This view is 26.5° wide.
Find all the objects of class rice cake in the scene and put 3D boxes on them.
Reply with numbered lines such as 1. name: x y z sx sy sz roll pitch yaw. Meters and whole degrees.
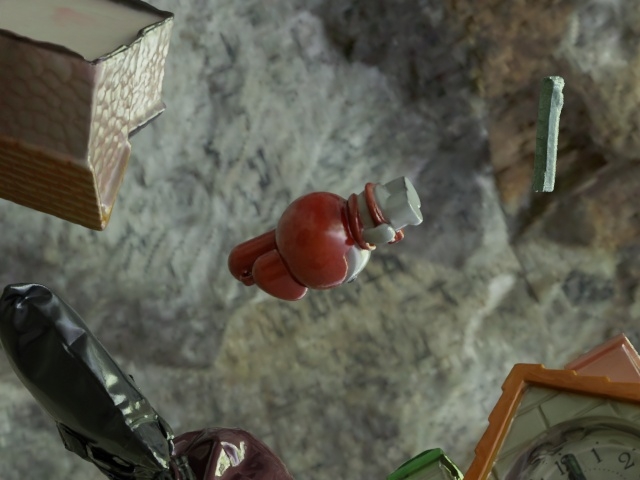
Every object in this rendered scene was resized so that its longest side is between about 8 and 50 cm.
1. rice cake: 0.235 -0.110 1.405 0.022 0.021 0.121 -10 -74 -49

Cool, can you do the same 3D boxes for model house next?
1. model house: -0.310 -0.162 1.608 0.202 0.237 0.237 15 -64 9

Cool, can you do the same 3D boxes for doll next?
1. doll: 0.000 0.000 1.886 0.290 0.161 0.130 -25 -58 15

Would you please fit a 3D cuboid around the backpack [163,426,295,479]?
1. backpack: -0.106 0.364 1.528 0.283 0.317 0.197 -38 -19 8

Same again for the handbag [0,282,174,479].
1. handbag: -0.210 0.145 1.236 0.088 0.211 0.254 -41 -5 -16

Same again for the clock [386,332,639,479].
1. clock: 0.169 0.186 0.827 0.219 0.255 0.106 -31 -48 9
